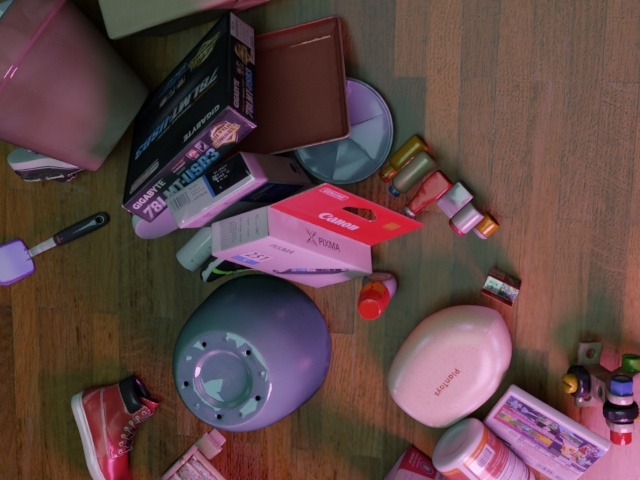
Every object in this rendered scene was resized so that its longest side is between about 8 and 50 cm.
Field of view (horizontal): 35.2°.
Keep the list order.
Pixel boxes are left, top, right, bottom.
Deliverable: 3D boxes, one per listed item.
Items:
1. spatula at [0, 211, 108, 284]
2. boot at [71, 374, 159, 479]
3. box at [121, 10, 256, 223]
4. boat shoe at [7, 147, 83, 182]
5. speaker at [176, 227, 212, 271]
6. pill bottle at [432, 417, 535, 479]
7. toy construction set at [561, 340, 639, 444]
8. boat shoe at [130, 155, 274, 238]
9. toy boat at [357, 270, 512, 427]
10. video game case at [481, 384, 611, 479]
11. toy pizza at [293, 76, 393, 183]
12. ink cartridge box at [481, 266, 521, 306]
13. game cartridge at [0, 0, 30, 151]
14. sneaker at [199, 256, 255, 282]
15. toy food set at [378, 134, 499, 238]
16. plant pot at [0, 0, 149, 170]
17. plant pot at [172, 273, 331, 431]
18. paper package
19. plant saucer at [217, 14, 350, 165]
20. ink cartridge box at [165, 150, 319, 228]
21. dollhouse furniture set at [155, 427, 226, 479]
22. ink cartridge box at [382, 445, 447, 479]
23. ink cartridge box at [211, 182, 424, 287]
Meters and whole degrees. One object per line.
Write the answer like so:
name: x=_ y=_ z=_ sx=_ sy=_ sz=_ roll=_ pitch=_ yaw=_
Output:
spatula: x=-0.565 y=0.009 z=2.097 sx=0.296 sy=0.030 sz=0.084 roll=-23 pitch=94 yaw=17
boot: x=-0.400 y=0.410 z=2.098 sx=0.176 sy=0.088 sz=0.244 roll=-18 pitch=91 yaw=15
box: x=-0.231 y=-0.221 z=1.794 sx=0.073 sy=0.293 sz=0.295 roll=33 pitch=125 yaw=-28
boat shoe: x=-0.523 y=-0.158 z=2.039 sx=0.219 sy=0.078 sz=0.070 roll=-2 pitch=136 yaw=21
speaker: x=-0.221 y=-0.001 z=1.994 sx=0.136 sy=0.055 sz=0.055 roll=-44 pitch=87 yaw=17
pill bottle: x=0.321 y=0.442 z=1.884 sx=0.121 sy=0.121 sz=0.216 roll=-41 pitch=104 yaw=17
toy construction set: x=0.575 y=0.288 z=1.793 sx=0.257 sy=0.237 sz=0.309 roll=-30 pitch=106 yaw=-14
boat shoe: x=-0.232 y=-0.114 z=1.950 sx=0.306 sy=0.113 sz=0.105 roll=-29 pitch=57 yaw=12
toy boat: x=0.199 y=0.180 z=1.886 sx=0.318 sy=0.148 sz=0.267 roll=41 pitch=112 yaw=-3
video game case: x=0.406 y=0.362 z=1.859 sx=0.201 sy=0.023 sz=0.183 roll=31 pitch=144 yaw=8
toy pizza: x=0.040 y=-0.207 z=1.903 sx=0.201 sy=0.032 sz=0.201 roll=3 pitch=101 yaw=15
ink cartridge box: x=0.330 y=0.084 z=1.835 sx=0.063 sy=0.115 sz=0.029 roll=26 pitch=105 yaw=9
game cartridge: x=-0.536 y=-0.344 z=2.000 sx=0.196 sy=0.060 sz=0.294 roll=-17 pitch=94 yaw=9
sneaker: x=-0.129 y=0.035 z=1.962 sx=0.234 sy=0.084 sz=0.097 roll=-33 pitch=91 yaw=17
toy food set: x=0.208 y=-0.074 z=1.842 sx=0.104 sy=0.111 sz=0.232 roll=-44 pitch=85 yaw=18
plant pot: x=-0.480 y=-0.279 z=1.844 sx=0.280 sy=0.323 sz=0.323 roll=35 pitch=107 yaw=-15
plant pot: x=-0.148 y=0.229 z=1.922 sx=0.293 sy=0.235 sz=0.293 roll=2 pitch=100 yaw=14
paper package: x=-0.269 y=-0.557 z=1.830 sx=0.309 sy=0.168 sz=0.325 roll=-12 pitch=96 yaw=26
plant saucer: x=-0.070 y=-0.268 z=1.865 sx=0.259 sy=0.048 sz=0.258 roll=-12 pitch=67 yaw=17
ink cartridge box: x=-0.131 y=-0.087 z=1.819 sx=0.165 sy=0.332 sz=0.065 roll=-32 pitch=81 yaw=16
dollhouse furniture set: x=-0.222 y=0.582 z=1.956 sx=0.303 sy=0.174 sz=0.355 roll=44 pitch=137 yaw=3
ink cartridge box: x=0.238 y=0.555 z=1.884 sx=0.306 sy=0.226 sz=0.131 roll=34 pitch=107 yaw=5
ink cartridge box: x=0.000 y=0.000 z=1.784 sx=0.261 sy=0.296 sz=0.066 roll=-18 pitch=66 yaw=36
